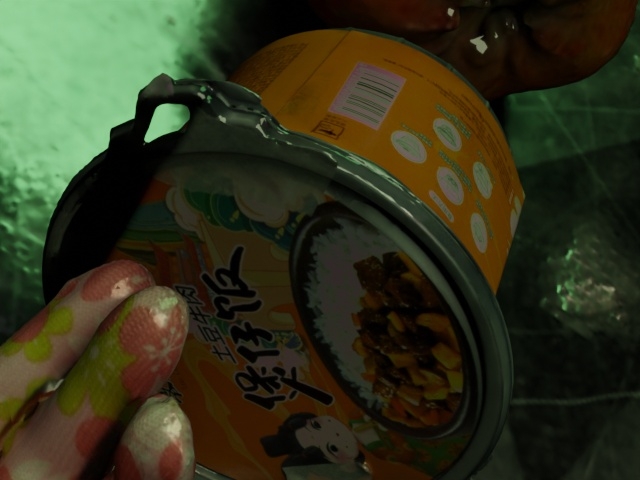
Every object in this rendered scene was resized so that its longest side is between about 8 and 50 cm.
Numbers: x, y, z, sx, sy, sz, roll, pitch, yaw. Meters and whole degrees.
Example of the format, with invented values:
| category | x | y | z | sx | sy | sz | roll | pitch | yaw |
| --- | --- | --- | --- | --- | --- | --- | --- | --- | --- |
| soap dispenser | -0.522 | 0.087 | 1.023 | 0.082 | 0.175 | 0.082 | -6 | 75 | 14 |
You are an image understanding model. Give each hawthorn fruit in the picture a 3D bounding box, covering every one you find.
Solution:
| category | x | y | z | sx | sy | sz | roll | pitch | yaw |
| --- | --- | --- | --- | --- | --- | --- | --- | --- | --- |
| hawthorn fruit | 0.060 | -0.159 | 0.812 | 0.162 | 0.163 | 0.203 | 12 | 45 | -21 |

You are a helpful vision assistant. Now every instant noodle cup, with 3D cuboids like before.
| category | x | y | z | sx | sy | sz | roll | pitch | yaw |
| --- | --- | --- | --- | --- | --- | --- | --- | --- | --- |
| instant noodle cup | 0.000 | 0.000 | 0.696 | 0.177 | 0.208 | 0.125 | 11 | 40 | 16 |

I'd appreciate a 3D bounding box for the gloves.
| category | x | y | z | sx | sy | sz | roll | pitch | yaw |
| --- | --- | --- | --- | --- | --- | --- | --- | --- | --- |
| gloves | -0.120 | 0.114 | 0.607 | 0.145 | 0.126 | 0.241 | 24 | 59 | 14 |
